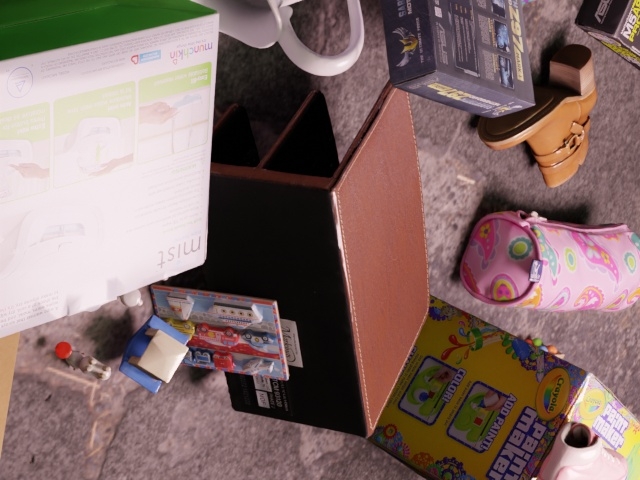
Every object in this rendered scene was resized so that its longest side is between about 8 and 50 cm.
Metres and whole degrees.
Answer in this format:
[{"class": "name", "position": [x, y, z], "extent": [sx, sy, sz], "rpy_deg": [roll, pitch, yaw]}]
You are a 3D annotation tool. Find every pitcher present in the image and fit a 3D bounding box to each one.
[{"class": "pitcher", "position": [-0.012, -0.241, 1.331], "extent": [0.207, 0.178, 0.125], "rpy_deg": [-54, 179, -35]}]

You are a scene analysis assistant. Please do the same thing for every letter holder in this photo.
[{"class": "letter holder", "position": [0.000, 0.000, 1.519], "extent": [0.214, 0.152, 0.302], "rpy_deg": [-58, 149, -45]}]

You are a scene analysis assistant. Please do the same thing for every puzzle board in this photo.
[{"class": "puzzle board", "position": [-0.096, 0.088, 1.479], "extent": [0.011, 0.128, 0.096], "rpy_deg": [-62, 152, -47]}]

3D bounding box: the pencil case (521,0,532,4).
[{"class": "pencil case", "position": [0.185, -0.260, 1.661], "extent": [0.151, 0.064, 0.070], "rpy_deg": [-36, 119, -32]}]

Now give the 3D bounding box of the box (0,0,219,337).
[{"class": "box", "position": [-0.216, -0.066, 1.240], "extent": [0.262, 0.127, 0.231], "rpy_deg": [-22, 127, -42]}]

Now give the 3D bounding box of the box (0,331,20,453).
[{"class": "box", "position": [-0.329, 0.141, 1.311], "extent": [0.164, 0.021, 0.201], "rpy_deg": [-8, 116, -48]}]

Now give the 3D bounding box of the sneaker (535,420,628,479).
[{"class": "sneaker", "position": [0.278, 0.218, 1.598], "extent": [0.134, 0.051, 0.070], "rpy_deg": [-4, 119, -44]}]

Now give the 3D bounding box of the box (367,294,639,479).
[{"class": "box", "position": [0.201, 0.213, 1.780], "extent": [0.177, 0.279, 0.290], "rpy_deg": [-59, 142, -7]}]

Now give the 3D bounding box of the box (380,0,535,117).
[{"class": "box", "position": [0.127, -0.247, 1.515], "extent": [0.183, 0.059, 0.233], "rpy_deg": [8, 73, -52]}]

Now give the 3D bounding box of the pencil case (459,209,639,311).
[{"class": "pencil case", "position": [0.292, 0.027, 1.913], "extent": [0.284, 0.124, 0.124], "rpy_deg": [6, 106, -49]}]

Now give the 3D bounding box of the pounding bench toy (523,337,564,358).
[{"class": "pounding bench toy", "position": [0.285, 0.162, 2.040], "extent": [0.083, 0.052, 0.065], "rpy_deg": [3, 108, -51]}]

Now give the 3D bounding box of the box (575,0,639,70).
[{"class": "box", "position": [0.434, -0.347, 1.917], "extent": [0.216, 0.060, 0.270], "rpy_deg": [18, 96, -52]}]

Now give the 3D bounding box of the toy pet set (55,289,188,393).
[{"class": "toy pet set", "position": [-0.177, 0.079, 1.447], "extent": [0.114, 0.065, 0.122], "rpy_deg": [35, 78, -18]}]

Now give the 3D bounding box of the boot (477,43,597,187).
[{"class": "boot", "position": [0.261, -0.120, 1.833], "extent": [0.197, 0.073, 0.152], "rpy_deg": [-37, 140, -28]}]
